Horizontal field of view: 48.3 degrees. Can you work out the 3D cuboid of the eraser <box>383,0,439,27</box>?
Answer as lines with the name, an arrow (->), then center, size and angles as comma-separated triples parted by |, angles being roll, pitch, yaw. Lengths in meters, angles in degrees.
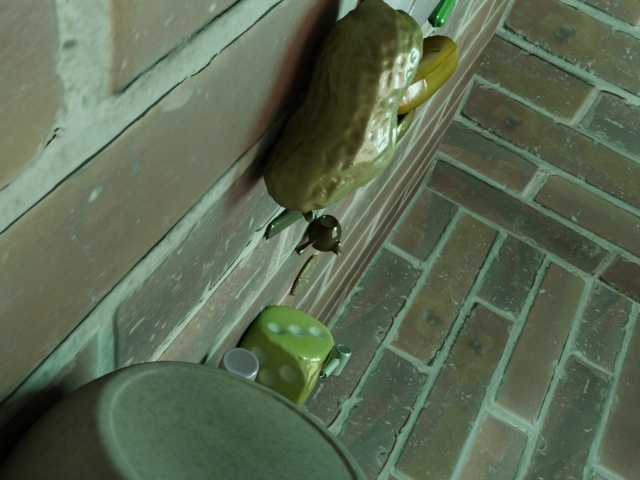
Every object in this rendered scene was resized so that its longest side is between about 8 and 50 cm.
eraser -> 0.126, -0.364, 1.065 | 0.243, 0.059, 0.204 | -43, 161, -52

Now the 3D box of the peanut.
peanut -> 0.037, -0.164, 0.933 | 0.159, 0.143, 0.291 | 0, 123, -53

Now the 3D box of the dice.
dice -> -0.081, 0.253, 1.531 | 0.169, 0.169, 0.166 | -65, 171, 24

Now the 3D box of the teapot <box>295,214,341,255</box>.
teapot -> 0.000, 0.000, 1.497 | 0.110, 0.085, 0.080 | -30, 153, -33

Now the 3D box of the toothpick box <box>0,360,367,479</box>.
toothpick box -> -0.170, 0.370, 0.706 | 0.426, 0.408, 0.409 | -64, 171, 13

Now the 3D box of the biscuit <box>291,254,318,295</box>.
biscuit -> -0.037, 0.086, 1.743 | 0.120, 0.015, 0.120 | -57, 170, -15

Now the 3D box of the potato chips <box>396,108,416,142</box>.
potato chips -> 0.141, -0.228, 1.460 | 0.150, 0.049, 0.202 | -30, -160, 23

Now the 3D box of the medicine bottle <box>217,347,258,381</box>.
medicine bottle -> -0.171, 0.289, 1.302 | 0.122, 0.121, 0.213 | -49, 166, -51

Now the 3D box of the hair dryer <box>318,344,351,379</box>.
hair dryer -> 0.022, 0.273, 1.518 | 0.124, 0.037, 0.063 | -33, 151, -61

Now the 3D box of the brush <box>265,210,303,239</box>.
brush -> -0.043, -0.054, 1.243 | 0.190, 0.027, 0.034 | -38, 154, -49

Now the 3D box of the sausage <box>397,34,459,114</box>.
sausage -> 0.174, -0.310, 1.375 | 0.328, 0.112, 0.112 | -46, 164, -47

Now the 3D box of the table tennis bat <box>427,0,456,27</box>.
table tennis bat -> 0.292, -0.553, 1.474 | 0.257, 0.039, 0.160 | -62, 169, -7
